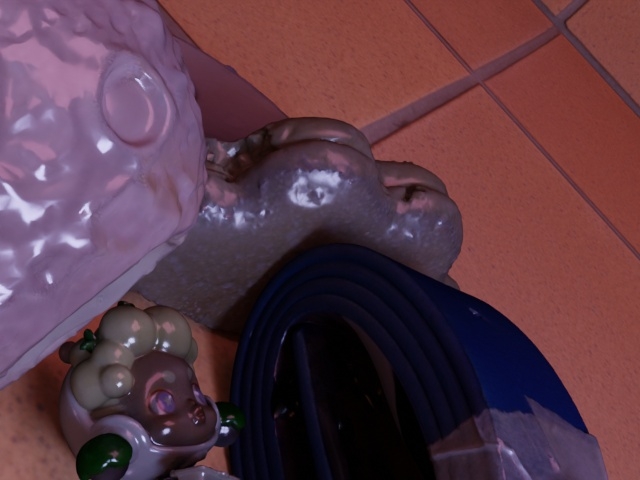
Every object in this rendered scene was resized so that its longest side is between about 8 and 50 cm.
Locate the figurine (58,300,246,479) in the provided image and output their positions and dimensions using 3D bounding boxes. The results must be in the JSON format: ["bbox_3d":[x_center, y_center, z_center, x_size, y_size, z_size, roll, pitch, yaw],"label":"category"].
[{"bbox_3d":[-0.088,0.128,0.674,0.197,0.093,0.147,57,24,15],"label":"figurine"}]

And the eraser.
[{"bbox_3d":[-0.106,-0.096,0.943,0.243,0.059,0.204,31,26,6],"label":"eraser"}]

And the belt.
[{"bbox_3d":[0.057,0.153,0.721,0.117,0.212,0.347,26,29,-37],"label":"belt"}]

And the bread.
[{"bbox_3d":[-0.003,-0.003,0.881,0.337,0.183,0.102,25,32,-40],"label":"bread"}]

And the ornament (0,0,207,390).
[{"bbox_3d":[-0.189,-0.047,0.585,0.225,0.259,0.259,51,27,0],"label":"ornament"}]
